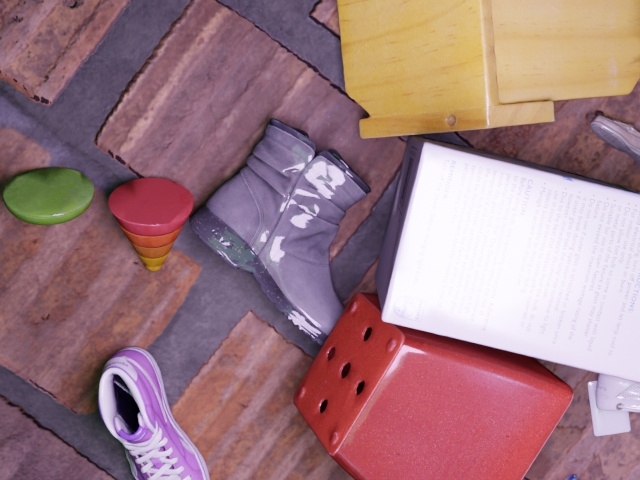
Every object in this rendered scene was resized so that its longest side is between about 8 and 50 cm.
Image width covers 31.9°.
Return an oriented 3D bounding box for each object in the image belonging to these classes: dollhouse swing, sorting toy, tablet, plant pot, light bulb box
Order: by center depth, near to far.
[{"bbox_3d":[0.271,0.014,1.464,0.361,0.358,0.225,13,97,-1],"label":"light bulb box"},{"bbox_3d":[0.123,0.216,1.500,0.236,0.267,0.267,28,96,-24],"label":"plant pot"},{"bbox_3d":[0.241,-0.335,1.578,0.315,0.305,0.346,0,98,43],"label":"dollhouse swing"},{"bbox_3d":[-0.365,-0.021,1.625,0.366,0.127,0.126,6,126,4],"label":"sorting toy"},{"bbox_3d":[0.427,0.246,1.659,0.054,0.006,0.083,-9,96,2],"label":"tablet"}]

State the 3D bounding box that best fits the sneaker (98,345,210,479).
[{"bbox_3d":[-0.249,0.300,1.609,0.102,0.161,0.282,-25,96,3],"label":"sneaker"}]

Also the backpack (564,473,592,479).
[{"bbox_3d":[0.366,0.397,1.623,0.084,0.114,0.105,36,98,18],"label":"backpack"}]

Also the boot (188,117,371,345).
[{"bbox_3d":[0.000,0.000,1.597,0.338,0.118,0.222,43,90,-7],"label":"boot"}]

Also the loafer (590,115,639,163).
[{"bbox_3d":[0.443,-0.146,1.604,0.125,0.045,0.039,33,79,-8],"label":"loafer"}]

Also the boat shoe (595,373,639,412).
[{"bbox_3d":[0.534,0.237,1.615,0.277,0.098,0.096,12,98,9],"label":"boat shoe"}]
